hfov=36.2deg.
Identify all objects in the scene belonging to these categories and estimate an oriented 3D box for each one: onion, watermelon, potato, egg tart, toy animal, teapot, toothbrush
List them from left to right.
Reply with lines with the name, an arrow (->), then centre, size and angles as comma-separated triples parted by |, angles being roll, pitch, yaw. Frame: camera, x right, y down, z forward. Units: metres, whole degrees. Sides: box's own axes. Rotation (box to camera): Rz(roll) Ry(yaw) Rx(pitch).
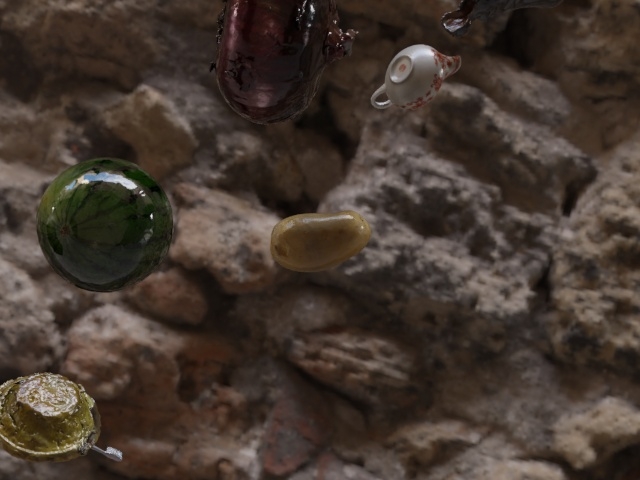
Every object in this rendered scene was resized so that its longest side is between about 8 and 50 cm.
egg tart -> -0.566, 0.353, 2.027 | 0.241, 0.106, 0.241 | 16, 31, -10
toothbrush -> -0.537, 0.419, 2.104 | 0.257, 0.024, 0.018 | 30, -59, -26
watermelon -> -0.294, -0.024, 1.375 | 0.188, 0.188, 0.214 | 14, 13, 20
onion -> -0.060, -0.337, 1.636 | 0.232, 0.314, 0.314 | 15, -10, 9
potato -> 0.000, 0.000, 2.236 | 0.233, 0.146, 0.150 | -5, 21, 4
teapot -> 0.215, -0.389, 2.365 | 0.245, 0.159, 0.116 | -25, -20, 40
toy animal -> 0.443, -0.602, 2.327 | 0.168, 0.343, 0.106 | 87, -21, -47
